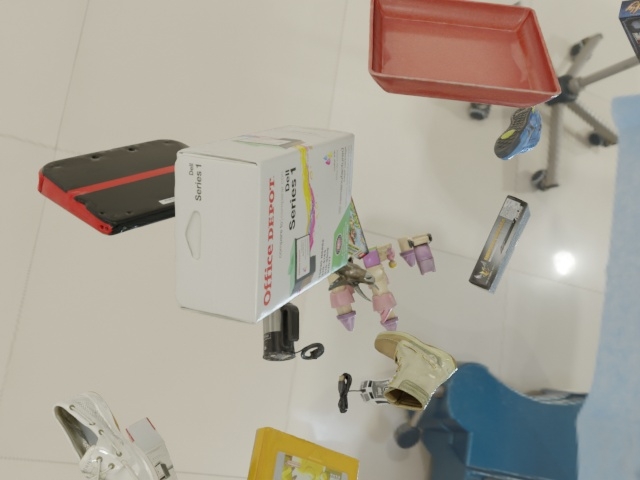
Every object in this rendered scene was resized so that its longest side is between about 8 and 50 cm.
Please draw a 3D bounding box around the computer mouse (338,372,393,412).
[{"bbox_3d":[0.138,0.400,1.918,0.192,0.042,0.106,3,55,-9],"label":"computer mouse"}]

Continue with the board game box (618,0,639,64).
[{"bbox_3d":[0.711,-0.396,1.458,0.243,0.165,0.042,33,69,-46],"label":"board game box"}]

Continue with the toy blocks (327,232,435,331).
[{"bbox_3d":[0.185,0.144,2.046,0.308,0.288,0.260,-17,91,4],"label":"toy blocks"}]

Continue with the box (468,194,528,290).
[{"bbox_3d":[0.446,0.015,1.820,0.056,0.183,0.231,25,91,18],"label":"box"}]

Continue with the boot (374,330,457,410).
[{"bbox_3d":[0.185,0.300,1.697,0.165,0.213,0.077,-42,137,-38],"label":"boot"}]

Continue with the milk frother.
[{"bbox_3d":[-0.069,0.230,1.846,0.143,0.129,0.135,25,54,-47],"label":"milk frother"}]

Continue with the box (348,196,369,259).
[{"bbox_3d":[0.053,-0.057,1.883,0.114,0.036,0.207,25,38,-42],"label":"box"}]

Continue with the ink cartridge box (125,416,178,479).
[{"bbox_3d":[-0.370,0.474,1.617,0.056,0.099,0.135,-26,126,-25],"label":"ink cartridge box"}]

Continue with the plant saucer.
[{"bbox_3d":[0.196,-0.276,1.069,0.258,0.048,0.259,6,43,0],"label":"plant saucer"}]

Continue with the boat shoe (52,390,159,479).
[{"bbox_3d":[-0.385,0.387,1.294,0.096,0.277,0.098,2,126,-58],"label":"boat shoe"}]

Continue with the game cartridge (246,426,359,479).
[{"bbox_3d":[-0.043,0.592,1.556,0.285,0.052,0.324,29,54,-33],"label":"game cartridge"}]

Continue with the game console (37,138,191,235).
[{"bbox_3d":[-0.390,-0.125,1.632,0.386,0.342,0.060,-21,130,-41],"label":"game console"}]

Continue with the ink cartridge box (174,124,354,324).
[{"bbox_3d":[-0.064,-0.033,0.969,0.278,0.117,0.202,-29,126,-60],"label":"ink cartridge box"}]

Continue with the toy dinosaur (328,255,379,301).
[{"bbox_3d":[0.000,0.000,1.589,0.120,0.314,0.160,-26,133,-8],"label":"toy dinosaur"}]

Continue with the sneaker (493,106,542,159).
[{"bbox_3d":[0.426,-0.211,1.543,0.082,0.069,0.209,57,41,-16],"label":"sneaker"}]
